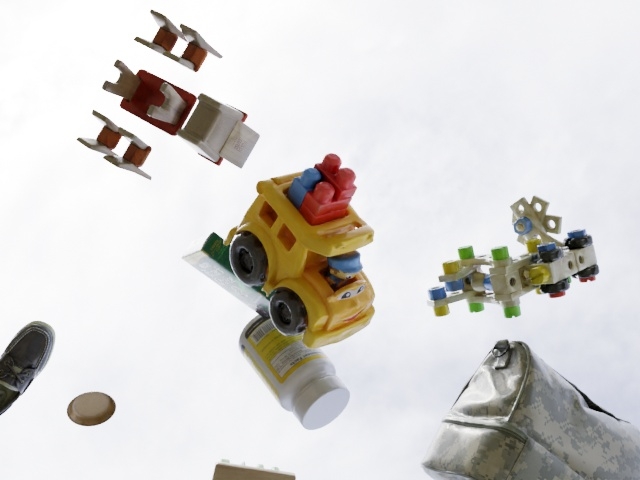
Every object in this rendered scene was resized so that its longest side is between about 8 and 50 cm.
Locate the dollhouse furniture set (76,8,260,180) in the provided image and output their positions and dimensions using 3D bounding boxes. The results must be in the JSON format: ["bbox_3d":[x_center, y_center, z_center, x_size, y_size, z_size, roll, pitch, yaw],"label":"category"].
[{"bbox_3d":[-0.247,-0.222,1.195,0.259,0.135,0.262,31,-89,26],"label":"dollhouse furniture set"}]

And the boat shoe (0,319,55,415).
[{"bbox_3d":[-0.560,0.249,1.256,0.223,0.080,0.073,-52,-163,8],"label":"boat shoe"}]

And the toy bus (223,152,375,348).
[{"bbox_3d":[0.000,0.000,0.926,0.220,0.149,0.211,51,-47,23],"label":"toy bus"}]

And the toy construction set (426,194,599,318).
[{"bbox_3d":[0.355,0.037,1.226,0.328,0.151,0.215,-35,-164,-37],"label":"toy construction set"}]

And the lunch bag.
[{"bbox_3d":[0.352,0.334,1.093,0.305,0.212,0.256,37,-110,-12],"label":"lunch bag"}]

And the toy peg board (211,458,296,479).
[{"bbox_3d":[-0.148,0.518,1.376,0.161,0.079,0.160,13,-87,-11],"label":"toy peg board"}]

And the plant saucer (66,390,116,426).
[{"bbox_3d":[-0.405,0.294,1.220,0.083,0.083,0.015,-39,-144,7],"label":"plant saucer"}]

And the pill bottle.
[{"bbox_3d":[-0.047,0.227,1.224,0.119,0.119,0.208,-46,-127,3],"label":"pill bottle"}]

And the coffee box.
[{"bbox_3d":[-0.134,0.061,1.139,0.040,0.184,0.113,-59,-160,-22],"label":"coffee box"}]
